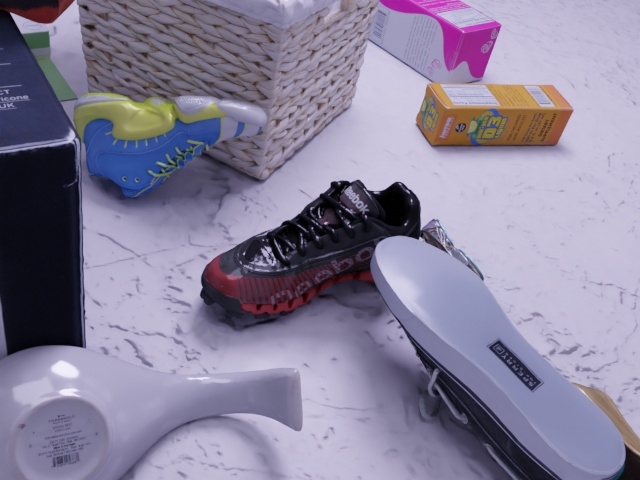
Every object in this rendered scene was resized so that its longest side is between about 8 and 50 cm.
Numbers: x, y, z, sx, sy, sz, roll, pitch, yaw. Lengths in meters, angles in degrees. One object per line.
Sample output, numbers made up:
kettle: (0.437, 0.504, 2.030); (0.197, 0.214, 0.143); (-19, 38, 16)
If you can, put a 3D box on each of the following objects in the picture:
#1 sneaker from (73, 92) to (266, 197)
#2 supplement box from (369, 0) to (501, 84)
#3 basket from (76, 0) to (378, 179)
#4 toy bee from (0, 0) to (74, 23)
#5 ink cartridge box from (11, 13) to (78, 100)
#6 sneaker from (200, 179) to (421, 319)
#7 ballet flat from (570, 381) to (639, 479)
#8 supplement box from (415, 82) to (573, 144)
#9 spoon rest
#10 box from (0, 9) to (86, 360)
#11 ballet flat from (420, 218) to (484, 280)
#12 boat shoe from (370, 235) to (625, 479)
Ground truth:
sneaker: (-0.181, -0.113, 0.876); (0.240, 0.126, 0.091); (5, 11, 14)
supplement box: (0.199, -0.383, 1.313); (0.114, 0.111, 0.220); (-21, 51, -35)
basket: (-0.123, -0.310, 1.015); (0.331, 0.266, 0.328); (26, 41, 14)
toy bee: (-0.332, -0.265, 0.527); (0.298, 0.162, 0.195); (-2, 43, -19)
ink cartridge box: (-0.475, -0.274, 1.042); (0.171, 0.056, 0.235); (-17, 46, -32)
sneaker: (0.000, 0.000, 0.788); (0.276, 0.135, 0.097); (-13, 48, -27)
ballet flat: (0.294, 0.222, 0.655); (0.073, 0.080, 0.232); (7, 39, -31)
supplement box: (0.276, -0.199, 1.145); (0.234, 0.078, 0.080); (-2, 45, -17)
spoon rest: (-0.154, 0.149, 0.598); (0.276, 0.137, 0.084); (-2, 0, -28)
box: (-0.365, -0.058, 0.628); (0.212, 0.293, 0.395); (-14, 47, -30)
ballet flat: (0.156, 0.020, 0.888); (0.041, 0.041, 0.114); (-9, 44, -25)
boat shoe: (0.148, 0.125, 0.705); (0.113, 0.105, 0.306); (-23, 58, -41)
